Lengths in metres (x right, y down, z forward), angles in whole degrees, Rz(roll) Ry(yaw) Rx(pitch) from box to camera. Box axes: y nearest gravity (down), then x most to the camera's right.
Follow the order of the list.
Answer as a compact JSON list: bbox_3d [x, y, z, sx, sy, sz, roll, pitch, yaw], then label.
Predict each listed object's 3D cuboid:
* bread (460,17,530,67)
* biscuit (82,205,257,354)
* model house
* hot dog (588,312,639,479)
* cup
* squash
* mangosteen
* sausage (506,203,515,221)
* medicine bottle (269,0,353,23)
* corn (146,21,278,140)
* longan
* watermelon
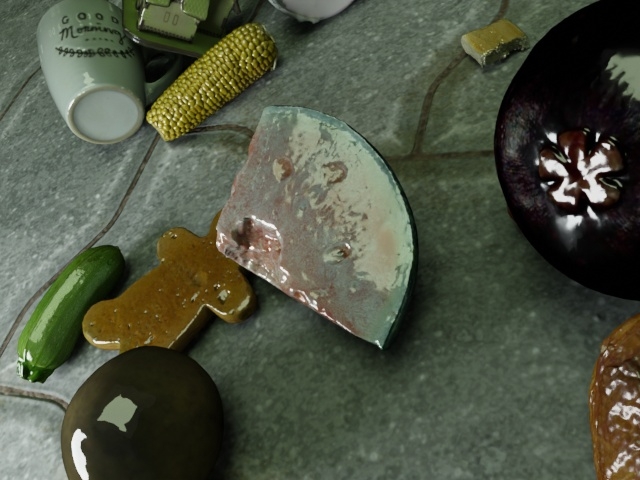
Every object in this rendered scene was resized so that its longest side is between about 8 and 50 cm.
[{"bbox_3d":[0.254,-0.291,0.886,0.083,0.035,0.070,-27,49,-4],"label":"bread"},{"bbox_3d":[-0.165,0.059,0.811,0.196,0.049,0.301,36,76,32],"label":"biscuit"},{"bbox_3d":[-0.228,-0.502,1.080,0.204,0.279,0.219,6,43,-26],"label":"model house"},{"bbox_3d":[0.299,0.166,0.478,0.160,0.099,0.227,-2,56,24],"label":"hot dog"},{"bbox_3d":[-0.375,-0.309,1.124,0.257,0.186,0.234,-13,54,-20],"label":"cup"},{"bbox_3d":[-0.354,0.096,0.855,0.068,0.077,0.219,6,60,39],"label":"squash"},{"bbox_3d":[0.315,-0.090,0.564,0.302,0.275,0.275,-17,36,-40],"label":"mangosteen"},{"bbox_3d":[0.273,-0.072,0.698,0.169,0.065,0.065,-47,50,-12],"label":"sausage"},{"bbox_3d":[-0.060,-0.585,1.134,0.213,0.214,0.379,-29,49,3],"label":"medicine bottle"},{"bbox_3d":[-0.185,-0.273,1.043,0.260,0.091,0.091,-42,40,-7],"label":"corn"},{"bbox_3d":[-0.187,0.206,0.644,0.167,0.167,0.187,-10,73,19],"label":"longan"},{"bbox_3d":[0.000,0.000,0.720,0.226,0.148,0.319,-28,68,8],"label":"watermelon"}]
